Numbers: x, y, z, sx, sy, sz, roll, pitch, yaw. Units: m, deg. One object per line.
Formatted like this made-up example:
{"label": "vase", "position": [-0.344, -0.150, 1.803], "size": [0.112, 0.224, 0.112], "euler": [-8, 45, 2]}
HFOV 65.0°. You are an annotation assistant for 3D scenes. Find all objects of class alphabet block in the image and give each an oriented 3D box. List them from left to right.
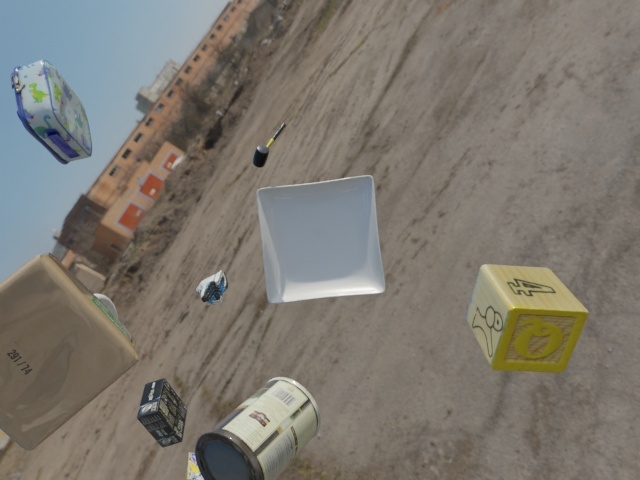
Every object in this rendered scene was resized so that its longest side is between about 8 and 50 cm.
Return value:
{"label": "alphabet block", "position": [0.497, 0.189, 1.242], "size": [0.197, 0.194, 0.192], "euler": [-97, 10, -61]}

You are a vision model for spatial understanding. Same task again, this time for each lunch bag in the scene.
{"label": "lunch bag", "position": [-0.610, -0.286, 1.154], "size": [0.090, 0.175, 0.219], "euler": [-17, -15, -6]}

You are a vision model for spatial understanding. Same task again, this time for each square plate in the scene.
{"label": "square plate", "position": [0.000, 0.000, 1.473], "size": [0.049, 0.348, 0.343], "euler": [-1, -95, -83]}

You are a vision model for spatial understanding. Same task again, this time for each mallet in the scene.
{"label": "mallet", "position": [-0.141, -0.292, 1.459], "size": [0.189, 0.039, 0.062], "euler": [-63, 1, -34]}

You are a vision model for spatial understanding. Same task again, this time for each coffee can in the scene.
{"label": "coffee can", "position": [-0.154, 0.510, 1.301], "size": [0.201, 0.201, 0.275], "euler": [-43, -9, 34]}

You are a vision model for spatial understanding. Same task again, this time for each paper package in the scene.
{"label": "paper package", "position": [-0.629, 0.232, 1.120], "size": [0.309, 0.324, 0.168], "euler": [-40, 17, -13]}

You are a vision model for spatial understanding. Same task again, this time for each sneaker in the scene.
{"label": "sneaker", "position": [-0.333, 0.151, 1.490], "size": [0.083, 0.071, 0.190], "euler": [-18, 10, 6]}

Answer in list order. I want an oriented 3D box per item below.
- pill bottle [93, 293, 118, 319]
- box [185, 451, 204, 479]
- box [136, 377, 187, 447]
{"label": "pill bottle", "position": [-0.711, 0.234, 1.358], "size": [0.279, 0.162, 0.162], "euler": [-6, 37, 11]}
{"label": "box", "position": [-0.431, 0.797, 1.725], "size": [0.169, 0.059, 0.054], "euler": [-153, 75, -75]}
{"label": "box", "position": [-0.544, 0.597, 1.742], "size": [0.078, 0.180, 0.147], "euler": [-19, 33, 5]}
